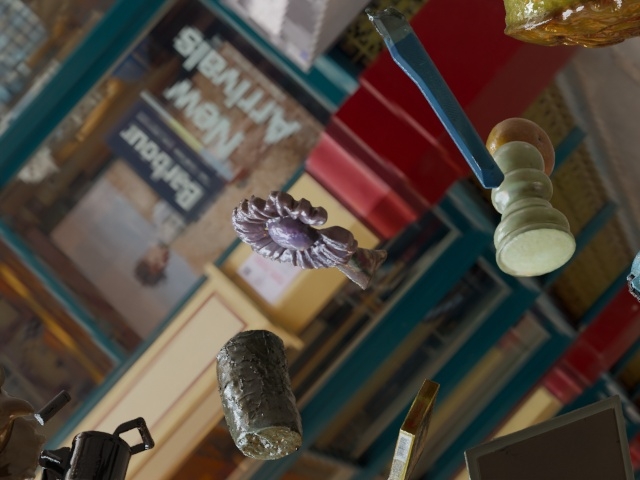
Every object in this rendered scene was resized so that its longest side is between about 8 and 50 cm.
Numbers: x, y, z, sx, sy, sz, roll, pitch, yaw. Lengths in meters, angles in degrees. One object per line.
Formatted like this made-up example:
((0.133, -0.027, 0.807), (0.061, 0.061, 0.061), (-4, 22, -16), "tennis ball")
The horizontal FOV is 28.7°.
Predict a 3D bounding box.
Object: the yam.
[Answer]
((-0.082, 0.214, 1.672), (0.107, 0.107, 0.183), (42, -163, -35), "yam")

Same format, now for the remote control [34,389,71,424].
((-0.572, 0.358, 2.688), (0.034, 0.091, 0.016), (50, 139, -5), "remote control")

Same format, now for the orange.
((0.422, -0.182, 2.675), (0.159, 0.136, 0.159), (28, -137, -31), "orange")

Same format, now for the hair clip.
((0.000, 0.008, 1.779), (0.173, 0.069, 0.300), (-7, 160, 36), "hair clip")

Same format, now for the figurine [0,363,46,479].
((-0.565, 0.355, 2.211), (0.173, 0.247, 0.177), (24, -160, -20), "figurine")

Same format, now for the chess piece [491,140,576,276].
((0.372, -0.074, 2.309), (0.144, 0.144, 0.251), (41, -148, -44), "chess piece")

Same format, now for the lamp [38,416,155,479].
((-0.368, 0.390, 1.958), (0.147, 0.172, 0.227), (77, -165, -48), "lamp")

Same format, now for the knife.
((0.147, -0.188, 1.610), (0.297, 0.044, 0.026), (60, 166, 15), "knife")

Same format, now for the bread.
((0.321, -0.288, 1.350), (0.270, 0.269, 0.148), (-122, 20, -84), "bread")

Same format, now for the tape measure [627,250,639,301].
((0.669, 0.065, 2.435), (0.125, 0.146, 0.081), (36, -173, -24), "tape measure")

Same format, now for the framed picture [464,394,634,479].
((0.330, 0.363, 1.755), (0.019, 0.296, 0.232), (-4, 97, 58), "framed picture")

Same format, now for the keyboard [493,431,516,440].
((0.411, 0.371, 2.336), (0.014, 0.176, 0.055), (60, -162, -44), "keyboard")

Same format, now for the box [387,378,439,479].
((0.115, 0.251, 1.569), (0.022, 0.089, 0.156), (23, 142, 14), "box")
